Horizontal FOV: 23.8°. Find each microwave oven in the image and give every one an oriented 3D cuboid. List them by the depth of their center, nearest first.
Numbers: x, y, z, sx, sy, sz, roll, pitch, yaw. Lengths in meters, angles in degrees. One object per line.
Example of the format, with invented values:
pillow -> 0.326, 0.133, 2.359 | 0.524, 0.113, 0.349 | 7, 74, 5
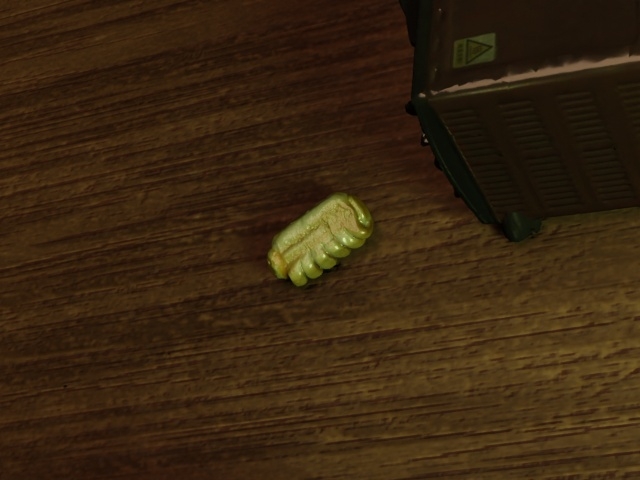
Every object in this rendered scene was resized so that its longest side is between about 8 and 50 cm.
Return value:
microwave oven -> 0.166, -0.152, 1.059 | 0.188, 0.178, 0.247 | -10, 56, 23

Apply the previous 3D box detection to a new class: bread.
bread -> 0.000, 0.000, 1.148 | 0.088, 0.034, 0.049 | -38, 64, 7
